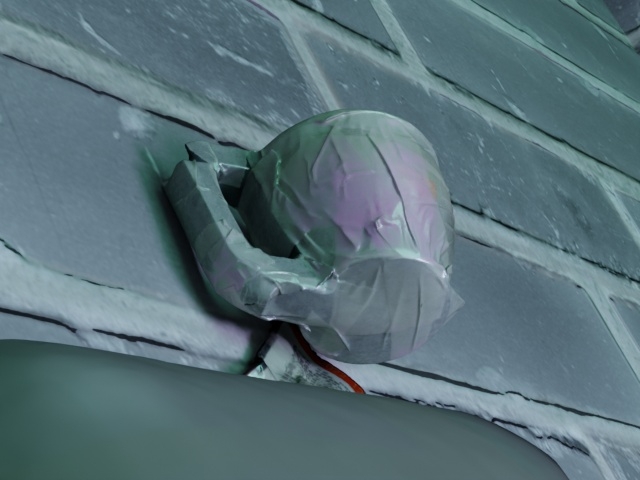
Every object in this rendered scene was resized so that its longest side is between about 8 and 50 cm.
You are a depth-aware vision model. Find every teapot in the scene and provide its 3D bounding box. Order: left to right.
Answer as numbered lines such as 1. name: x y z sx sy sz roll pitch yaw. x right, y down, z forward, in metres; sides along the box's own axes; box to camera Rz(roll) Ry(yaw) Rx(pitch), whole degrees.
1. teapot: 0.012 -0.008 1.475 0.221 0.163 0.178 36 24 -37

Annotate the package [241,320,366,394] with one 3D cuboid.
1. package: 0.003 0.140 1.398 0.166 0.040 0.232 46 14 -2

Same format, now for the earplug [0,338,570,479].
1. earplug: -0.080 0.190 0.740 0.394 0.312 0.313 20 37 -54
